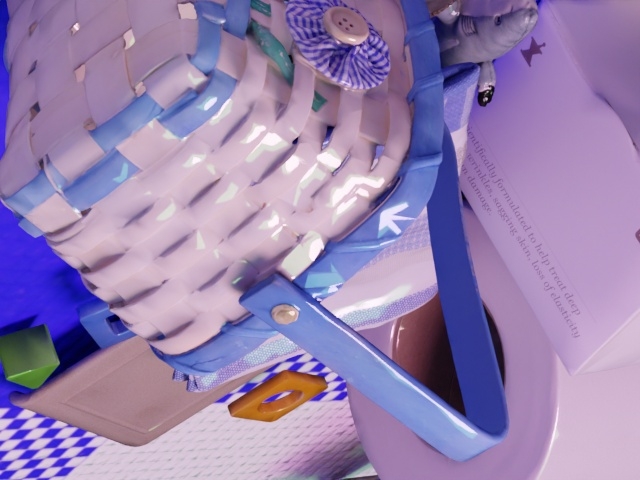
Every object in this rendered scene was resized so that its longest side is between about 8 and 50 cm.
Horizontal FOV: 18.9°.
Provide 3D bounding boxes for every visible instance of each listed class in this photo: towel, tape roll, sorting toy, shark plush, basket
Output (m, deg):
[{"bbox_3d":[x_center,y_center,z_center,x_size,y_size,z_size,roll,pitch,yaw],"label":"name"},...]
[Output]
[{"bbox_3d":[0.000,0.000,1.258,0.209,0.034,0.285,-20,153,-14],"label":"towel"},{"bbox_3d":[0.155,0.088,1.452,0.169,0.246,0.246,-3,146,-38],"label":"tape roll"},{"bbox_3d":[-0.111,0.084,1.424,0.196,0.047,0.348,-28,156,13],"label":"sorting toy"},{"bbox_3d":[0.088,-0.113,1.205,0.073,0.067,0.161,-9,150,-36],"label":"shark plush"},{"bbox_3d":[-0.015,-0.041,0.970,0.201,0.254,0.289,-33,133,22],"label":"basket"}]

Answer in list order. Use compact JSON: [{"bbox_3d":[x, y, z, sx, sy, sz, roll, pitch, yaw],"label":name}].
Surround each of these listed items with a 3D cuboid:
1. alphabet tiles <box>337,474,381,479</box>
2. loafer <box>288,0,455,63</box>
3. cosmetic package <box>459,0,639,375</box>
[{"bbox_3d":[0.121,0.232,1.805,0.278,0.021,0.284,-8,-173,18],"label":"alphabet tiles"},{"bbox_3d":[0.049,-0.152,1.108,0.170,0.062,0.061,-26,167,21],"label":"loafer"},{"bbox_3d":[0.297,-0.050,1.376,0.385,0.217,0.156,-6,148,-37],"label":"cosmetic package"}]
